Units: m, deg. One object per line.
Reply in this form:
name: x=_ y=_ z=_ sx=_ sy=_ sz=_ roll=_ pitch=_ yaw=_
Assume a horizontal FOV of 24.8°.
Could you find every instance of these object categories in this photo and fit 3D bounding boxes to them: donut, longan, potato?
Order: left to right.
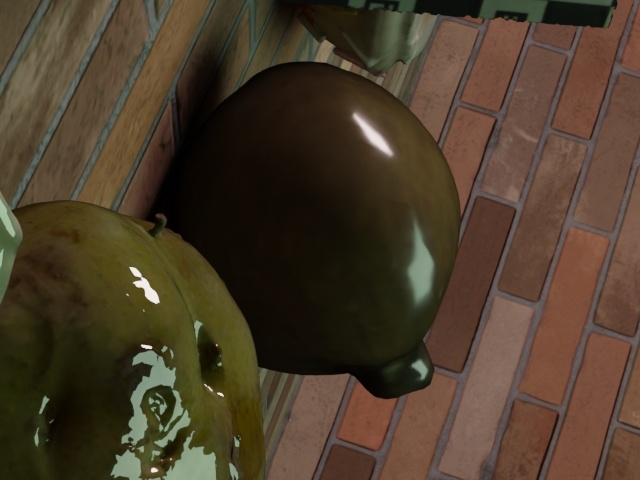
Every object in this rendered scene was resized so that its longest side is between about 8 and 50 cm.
potato: x=-0.141 y=0.134 z=0.727 sx=0.218 sy=0.203 sz=0.351 roll=-45 pitch=163 yaw=-50
longan: x=0.000 y=0.000 z=1.222 sx=0.243 sy=0.300 sz=0.300 roll=-27 pitch=166 yaw=-6
donut: x=0.081 y=-0.353 z=1.448 sx=0.382 sy=0.143 sz=0.382 roll=20 pitch=90 yaw=-83

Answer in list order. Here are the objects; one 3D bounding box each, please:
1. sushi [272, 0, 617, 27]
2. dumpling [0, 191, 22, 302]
sushi: x=0.145 y=-0.327 z=1.201 sx=0.064 sy=0.343 sz=0.359 roll=-105 pitch=-157 yaw=-50
dumpling: x=-0.195 y=0.015 z=0.408 sx=0.252 sy=0.131 sz=0.179 roll=-38 pitch=133 yaw=-39
